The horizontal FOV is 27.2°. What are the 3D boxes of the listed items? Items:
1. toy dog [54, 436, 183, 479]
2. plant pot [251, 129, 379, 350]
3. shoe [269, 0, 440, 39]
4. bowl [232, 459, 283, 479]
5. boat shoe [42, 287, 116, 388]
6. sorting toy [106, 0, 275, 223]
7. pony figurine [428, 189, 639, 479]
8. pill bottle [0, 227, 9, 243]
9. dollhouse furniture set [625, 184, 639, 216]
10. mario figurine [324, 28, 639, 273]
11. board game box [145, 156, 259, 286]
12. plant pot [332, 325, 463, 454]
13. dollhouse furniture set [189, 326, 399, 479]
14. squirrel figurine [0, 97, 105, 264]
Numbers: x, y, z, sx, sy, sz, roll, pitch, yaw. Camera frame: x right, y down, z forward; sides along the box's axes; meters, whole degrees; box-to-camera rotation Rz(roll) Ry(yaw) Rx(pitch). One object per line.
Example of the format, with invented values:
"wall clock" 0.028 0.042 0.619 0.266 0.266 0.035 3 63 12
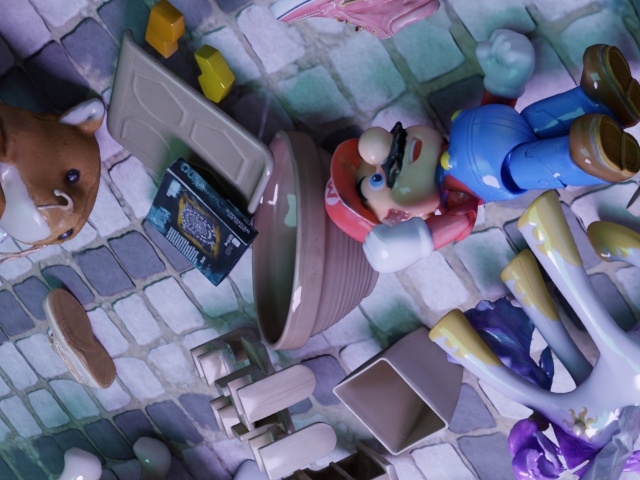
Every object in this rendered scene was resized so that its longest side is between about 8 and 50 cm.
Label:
"toy dog" -0.288 0.471 1.865 0.285 0.395 0.408 17 149 -41
"plant pot" 0.000 0.000 1.431 0.110 0.237 0.237 1 135 -14
"shoe" 0.032 -0.228 1.295 0.178 0.063 0.081 -18 106 39
"bowl" -0.078 0.394 1.880 0.142 0.053 0.142 32 135 10
"boat shoe" -0.355 0.143 1.875 0.059 0.063 0.170 -8 119 33
"sorting toy" -0.138 -0.136 1.469 0.229 0.041 0.307 42 153 6
"pony figurine" 0.284 0.172 1.313 0.363 0.303 0.351 48 130 17
"pill bottle" -0.456 -0.038 1.820 0.083 0.043 0.043 47 137 -4
"dollhouse furniture set" 0.421 0.037 0.955 0.362 0.256 0.394 36 170 4
"mario figurine" 0.124 -0.084 1.219 0.321 0.198 0.170 -19 97 37
"board game box" -0.143 -0.019 1.562 0.126 0.026 0.186 44 158 1
"plant pot" 0.102 0.164 1.532 0.109 0.096 0.109 47 138 -4
"dollhouse furniture set" -0.025 0.223 1.624 0.212 0.161 0.242 22 132 68
"squirrel figurine" -0.446 -0.143 1.552 0.281 0.371 0.397 -54 50 36
